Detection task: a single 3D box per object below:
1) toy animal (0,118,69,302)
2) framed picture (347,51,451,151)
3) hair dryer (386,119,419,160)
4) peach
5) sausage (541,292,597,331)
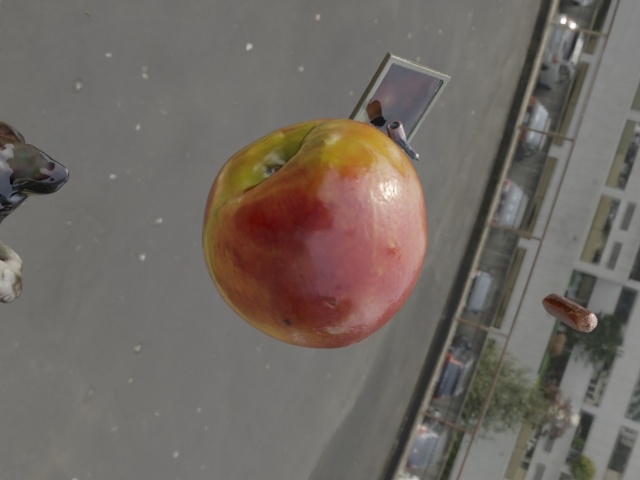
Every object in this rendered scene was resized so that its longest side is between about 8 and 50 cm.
[{"bbox_3d":[-0.426,-0.074,0.873,0.194,0.302,0.344,-36,-168,5],"label":"toy animal"},{"bbox_3d":[0.152,-0.277,1.705,0.211,0.020,0.289,6,126,-43],"label":"framed picture"},{"bbox_3d":[0.189,-0.213,1.658,0.037,0.114,0.063,-31,144,-4],"label":"hair dryer"},{"bbox_3d":[0.000,0.000,1.225,0.388,0.388,0.388,-51,151,-42],"label":"peach"},{"bbox_3d":[0.358,0.103,1.080,0.030,0.035,0.147,-30,-173,0],"label":"sausage"}]
